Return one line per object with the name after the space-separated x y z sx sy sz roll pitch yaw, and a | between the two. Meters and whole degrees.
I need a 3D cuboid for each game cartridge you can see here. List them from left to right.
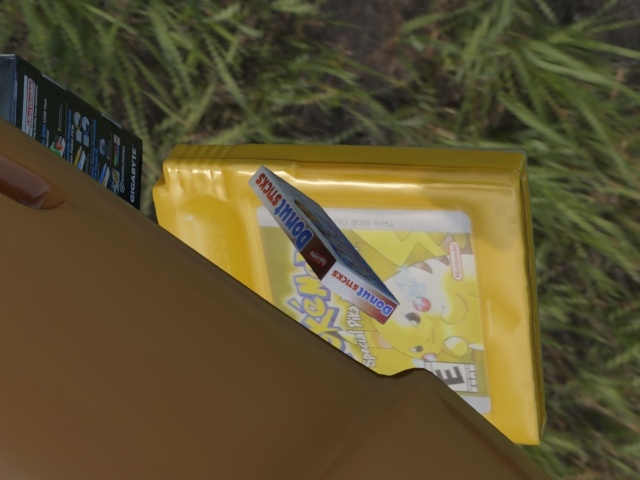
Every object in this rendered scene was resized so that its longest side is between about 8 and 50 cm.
0.027 0.049 1.413 0.324 0.052 0.285 1 123 16 | game cartridge

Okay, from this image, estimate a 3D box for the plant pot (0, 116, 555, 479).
-0.104 0.096 0.406 0.291 0.291 0.203 -42 87 -10 | plant pot

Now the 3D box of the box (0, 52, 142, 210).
-0.171 0.017 1.002 0.175 0.051 0.220 34 55 -66 | box

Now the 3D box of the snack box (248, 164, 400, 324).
0.000 0.000 1.191 0.064 0.178 0.022 35 99 -30 | snack box
